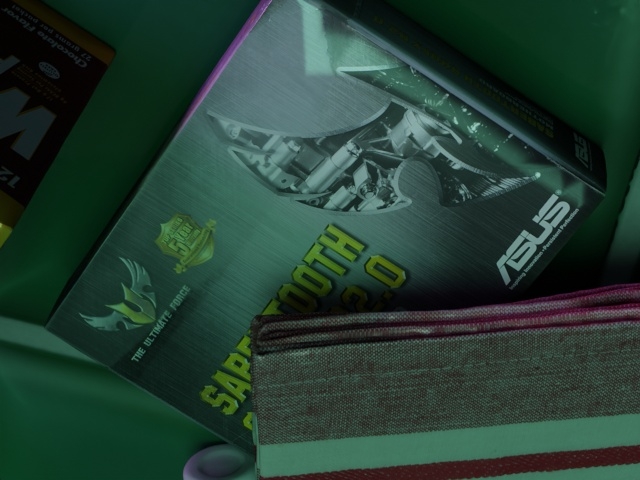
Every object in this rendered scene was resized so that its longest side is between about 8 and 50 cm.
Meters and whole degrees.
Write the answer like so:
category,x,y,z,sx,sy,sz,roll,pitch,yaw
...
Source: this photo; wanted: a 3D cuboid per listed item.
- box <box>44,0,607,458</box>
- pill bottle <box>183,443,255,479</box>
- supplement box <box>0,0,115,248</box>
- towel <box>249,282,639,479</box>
category,x,y,z,sx,sy,sz,roll,pitch,yaw
box,0.000,0.000,0.868,0.183,0.056,0.231,33,117,-10
pill bottle,-0.048,0.156,0.964,0.043,0.043,0.083,-3,117,9
supplement box,-0.214,-0.016,0.810,0.129,0.194,0.191,33,117,-10
towel,0.084,0.161,0.912,0.237,0.037,0.329,-4,127,-5
